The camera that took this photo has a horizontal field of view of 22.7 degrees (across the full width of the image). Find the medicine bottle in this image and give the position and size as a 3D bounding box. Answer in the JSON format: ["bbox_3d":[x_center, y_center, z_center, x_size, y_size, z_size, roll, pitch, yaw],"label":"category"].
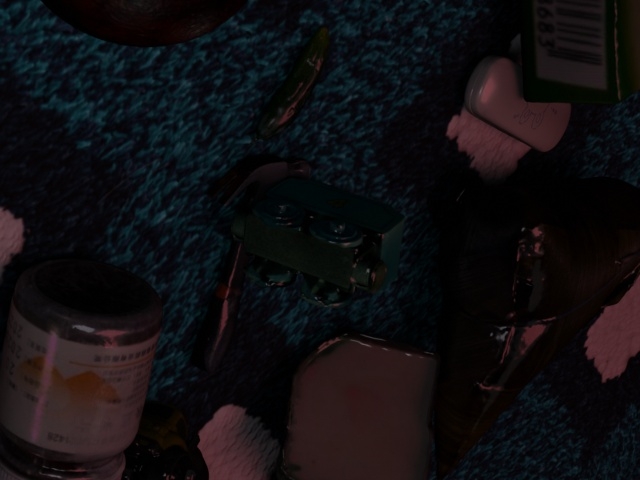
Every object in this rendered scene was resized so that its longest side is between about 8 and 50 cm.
[{"bbox_3d":[-0.276,0.171,1.756,0.165,0.165,0.273,-9,121,-45],"label":"medicine bottle"}]

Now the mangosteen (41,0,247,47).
[{"bbox_3d":[-0.175,-0.319,1.442,0.311,0.311,0.311,-28,134,-34],"label":"mangosteen"}]

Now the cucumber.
[{"bbox_3d":[-0.031,-0.177,1.893,0.168,0.039,0.039,-59,143,-2],"label":"cucumber"}]

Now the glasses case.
[{"bbox_3d":[0.276,-0.189,2.207,0.233,0.059,0.092,23,94,-51],"label":"glasses case"}]

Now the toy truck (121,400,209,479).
[{"bbox_3d":[-0.202,0.288,1.962,0.165,0.147,0.224,-56,148,-44],"label":"toy truck"}]

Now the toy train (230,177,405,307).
[{"bbox_3d":[0.000,0.000,1.874,0.154,0.198,0.107,-35,138,-53],"label":"toy train"}]

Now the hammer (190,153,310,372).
[{"bbox_3d":[-0.107,0.032,1.952,0.137,0.037,0.290,0,115,-49],"label":"hammer"}]

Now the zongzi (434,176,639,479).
[{"bbox_3d":[0.316,0.118,2.327,0.403,0.208,0.432,-9,114,-48],"label":"zongzi"}]

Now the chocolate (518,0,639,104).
[{"bbox_3d":[0.414,-0.389,2.109,0.341,0.161,0.360,-32,129,-34],"label":"chocolate"}]

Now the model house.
[{"bbox_3d":[0.048,0.278,2.199,0.237,0.202,0.237,96,2,-63],"label":"model house"}]
